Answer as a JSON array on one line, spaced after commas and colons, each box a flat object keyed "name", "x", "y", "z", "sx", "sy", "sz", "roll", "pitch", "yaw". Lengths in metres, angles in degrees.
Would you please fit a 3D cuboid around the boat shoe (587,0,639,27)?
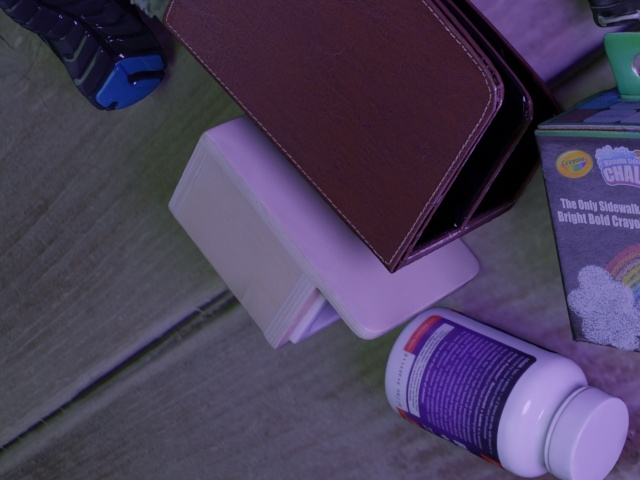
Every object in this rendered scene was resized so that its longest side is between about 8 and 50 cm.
[{"name": "boat shoe", "x": 0.260, "y": -0.169, "z": 0.863, "sx": 0.219, "sy": 0.078, "sz": 0.070, "roll": 12, "pitch": 119, "yaw": 55}]

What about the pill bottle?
[{"name": "pill bottle", "x": 0.157, "y": 0.135, "z": 1.134, "sx": 0.193, "sy": 0.108, "sz": 0.108, "roll": 22, "pitch": 127, "yaw": 41}]

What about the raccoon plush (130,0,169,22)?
[{"name": "raccoon plush", "x": -0.127, "y": -0.300, "z": 1.028, "sx": 0.216, "sy": 0.299, "sz": 0.446, "roll": -6, "pitch": 132, "yaw": 11}]

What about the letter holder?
[{"name": "letter holder", "x": 0.046, "y": -0.169, "z": 1.051, "sx": 0.302, "sy": 0.152, "sz": 0.214, "roll": 48, "pitch": 138, "yaw": 19}]

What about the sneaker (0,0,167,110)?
[{"name": "sneaker", "x": -0.267, "y": -0.264, "z": 1.305, "sx": 0.139, "sy": 0.125, "sz": 0.341, "roll": 51, "pitch": 170, "yaw": 32}]

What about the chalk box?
[{"name": "chalk box", "x": 0.243, "y": -0.042, "z": 0.910, "sx": 0.132, "sy": 0.132, "sz": 0.213, "roll": 9, "pitch": 117, "yaw": 49}]

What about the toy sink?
[{"name": "toy sink", "x": 0.000, "y": 0.000, "z": 1.204, "sx": 0.234, "sy": 0.153, "sz": 0.131, "roll": 50, "pitch": 141, "yaw": 15}]
